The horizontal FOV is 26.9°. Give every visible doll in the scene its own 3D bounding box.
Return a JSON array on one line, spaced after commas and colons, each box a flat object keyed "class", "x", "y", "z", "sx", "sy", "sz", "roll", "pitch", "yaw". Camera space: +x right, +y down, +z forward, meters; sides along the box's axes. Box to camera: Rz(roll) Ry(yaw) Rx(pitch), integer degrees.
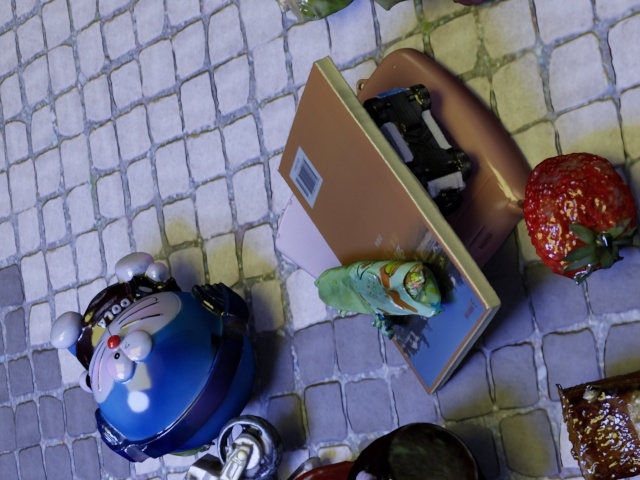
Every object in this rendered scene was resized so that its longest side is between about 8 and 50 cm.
[{"class": "doll", "x": -0.230, "y": 0.172, "z": 1.936, "sx": 0.284, "sy": 0.240, "sz": 0.310, "roll": -55, "pitch": 33, "yaw": -3}]

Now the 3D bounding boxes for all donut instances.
[{"class": "donut", "x": 0.351, "y": 0.190, "z": 1.437, "sx": 0.187, "sy": 0.144, "sz": 0.126, "roll": -13, "pitch": 86, "yaw": 14}]

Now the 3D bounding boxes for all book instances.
[{"class": "book", "x": 0.072, "y": -0.012, "z": 1.652, "sx": 0.374, "sy": 0.028, "sz": 0.262, "roll": 56, "pitch": 154, "yaw": 18}]

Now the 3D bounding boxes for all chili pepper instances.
[{"class": "chili pepper", "x": -0.013, "y": 0.342, "z": 1.755, "sx": 0.065, "sy": 0.169, "sz": 0.088, "roll": -47, "pitch": 61, "yaw": 36}]

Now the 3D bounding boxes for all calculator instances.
[{"class": "calculator", "x": 0.000, "y": 0.000, "z": 1.836, "sx": 0.175, "sy": 0.032, "sz": 0.100, "roll": 37, "pitch": 114, "yaw": 39}, {"class": "calculator", "x": 0.132, "y": -0.095, "z": 1.694, "sx": 0.329, "sy": 0.048, "sz": 0.220, "roll": 53, "pitch": 125, "yaw": 30}]

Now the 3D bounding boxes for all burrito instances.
[{"class": "burrito", "x": 0.074, "y": 0.074, "z": 1.641, "sx": 0.288, "sy": 0.054, "sz": 0.104, "roll": -3, "pitch": 114, "yaw": 64}]

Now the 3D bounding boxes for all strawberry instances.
[{"class": "strawberry", "x": 0.282, "y": -0.035, "z": 1.492, "sx": 0.131, "sy": 0.131, "sz": 0.148, "roll": -47, "pitch": 67, "yaw": 35}]

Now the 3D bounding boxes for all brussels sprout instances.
[{"class": "brussels sprout", "x": -0.012, "y": -0.378, "z": 1.792, "sx": 0.149, "sy": 0.122, "sz": 0.151, "roll": 52, "pitch": 159, "yaw": 40}]

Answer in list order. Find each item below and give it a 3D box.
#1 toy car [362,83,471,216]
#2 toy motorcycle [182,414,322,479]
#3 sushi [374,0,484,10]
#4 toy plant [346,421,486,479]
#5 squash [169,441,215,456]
[{"class": "toy car", "x": 0.117, "y": -0.106, "z": 1.618, "sx": 0.170, "sy": 0.080, "sz": 0.070, "roll": 62, "pitch": 156, "yaw": 20}, {"class": "toy motorcycle", "x": -0.119, "y": 0.414, "z": 1.881, "sx": 0.223, "sy": 0.108, "sz": 0.340, "roll": 36, "pitch": 108, "yaw": 11}, {"class": "sushi", "x": 0.109, "y": -0.396, "z": 1.631, "sx": 0.270, "sy": 0.171, "sz": 0.236, "roll": 35, "pitch": 114, "yaw": 34}, {"class": "toy plant", "x": 0.116, "y": 0.336, "z": 1.642, "sx": 0.235, "sy": 0.175, "sz": 0.218, "roll": 104, "pitch": 148, "yaw": -53}, {"class": "squash", "x": -0.274, "y": 0.266, "z": 2.088, "sx": 0.318, "sy": 0.080, "sz": 0.071, "roll": 32, "pitch": 150, "yaw": 42}]
